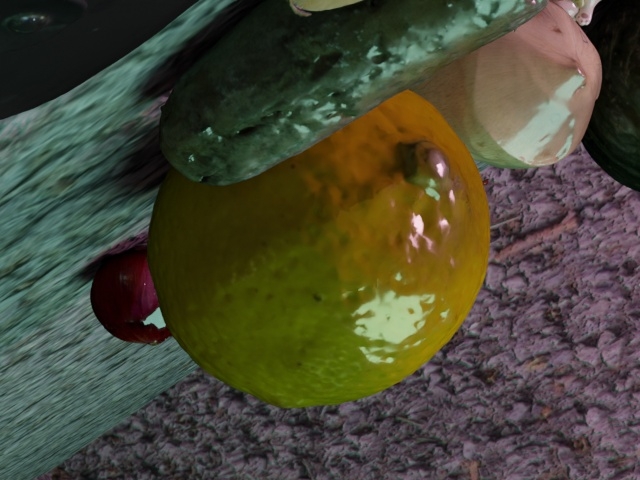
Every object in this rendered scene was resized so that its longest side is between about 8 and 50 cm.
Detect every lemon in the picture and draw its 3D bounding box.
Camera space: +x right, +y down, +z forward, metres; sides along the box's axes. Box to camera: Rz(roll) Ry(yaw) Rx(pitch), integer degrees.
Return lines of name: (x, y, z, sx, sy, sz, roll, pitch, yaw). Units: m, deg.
lemon: (-0.001, 0.001, 1.136, 0.336, 0.336, 0.336, -32, 173, -5)

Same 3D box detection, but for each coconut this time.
coconut: (0.213, -0.177, 1.329, 0.224, 0.224, 0.224, -32, 173, -5)

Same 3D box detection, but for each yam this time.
yam: (0.014, -0.149, 0.923, 0.330, 0.133, 0.133, -32, 173, 18)

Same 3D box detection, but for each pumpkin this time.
pumpkin: (0.588, -0.259, 1.781, 0.454, 0.344, 0.454, -34, 168, -9)

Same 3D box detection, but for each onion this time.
onion: (-0.209, 0.064, 1.422, 0.131, 0.131, 0.131, -32, 173, -5)

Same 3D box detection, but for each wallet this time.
wallet: (-0.103, -0.136, 0.585, 0.377, 0.051, 0.197, -24, -179, 44)

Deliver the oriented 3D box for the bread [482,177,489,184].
bread: (0.117, -0.066, 1.826, 0.274, 0.149, 0.274, -36, 168, -9)

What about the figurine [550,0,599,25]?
figurine: (0.278, -0.295, 1.376, 0.146, 0.081, 0.098, -31, 131, 26)

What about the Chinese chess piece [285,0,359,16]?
Chinese chess piece: (0.036, -0.222, 0.744, 0.188, 0.083, 0.188, -29, 171, -5)
